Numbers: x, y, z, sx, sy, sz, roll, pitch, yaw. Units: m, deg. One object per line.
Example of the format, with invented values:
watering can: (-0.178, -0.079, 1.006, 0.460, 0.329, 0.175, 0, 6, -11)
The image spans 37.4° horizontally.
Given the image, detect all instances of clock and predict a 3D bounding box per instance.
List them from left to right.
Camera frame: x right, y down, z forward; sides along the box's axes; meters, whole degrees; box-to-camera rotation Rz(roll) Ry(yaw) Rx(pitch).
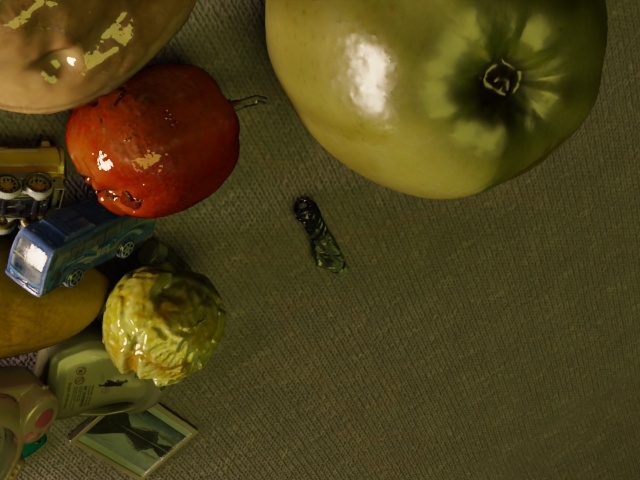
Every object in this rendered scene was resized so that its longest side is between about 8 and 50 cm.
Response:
clock: (-0.552, 0.329, 1.371, 0.309, 0.114, 0.284, -60, 158, 13)

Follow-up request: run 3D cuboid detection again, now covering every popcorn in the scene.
popcorn: (-0.236, 0.130, 1.448, 0.198, 0.212, 0.198, 0, 86, -4)

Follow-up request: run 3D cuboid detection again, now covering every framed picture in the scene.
framed picture: (-0.333, 0.350, 1.705, 0.150, 0.015, 0.203, -40, 134, 1)

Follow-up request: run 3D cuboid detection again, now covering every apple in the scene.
apple: (0.155, -0.282, 1.247, 0.473, 0.473, 0.473, -16, 130, -20)

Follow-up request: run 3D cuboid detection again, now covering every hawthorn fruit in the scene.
hawthorn fruit: (-0.197, -0.150, 1.290, 0.299, 0.211, 0.211, -30, 135, -25)

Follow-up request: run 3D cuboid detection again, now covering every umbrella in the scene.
umbrella: (0.000, 0.000, 1.621, 0.050, 0.046, 0.188, -21, 137, 8)

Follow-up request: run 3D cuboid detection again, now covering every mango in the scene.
mango: (-0.474, 0.089, 1.340, 0.332, 0.142, 0.195, 18, 118, -43)

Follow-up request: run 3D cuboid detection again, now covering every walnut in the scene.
walnut: (-0.302, -0.328, 0.995, 0.383, 0.383, 0.383, -16, 130, -20)

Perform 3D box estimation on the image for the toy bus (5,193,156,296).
toy bus: (-0.328, -0.011, 1.321, 0.236, 0.079, 0.094, -35, 147, -52)

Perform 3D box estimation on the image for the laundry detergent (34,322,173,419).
laundry detergent: (-0.332, 0.216, 1.552, 0.253, 0.091, 0.181, 1, 121, -32)

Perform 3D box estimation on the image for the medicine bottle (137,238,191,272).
medicine bottle: (-0.246, 0.037, 1.498, 0.047, 0.047, 0.083, -41, 134, 3)

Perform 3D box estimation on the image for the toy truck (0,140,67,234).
toy truck: (-0.449, -0.075, 1.252, 0.227, 0.114, 0.098, -4, 146, -28)

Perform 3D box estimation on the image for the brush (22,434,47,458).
brush: (-0.553, 0.373, 1.588, 0.193, 0.032, 0.043, -29, 130, -25)
